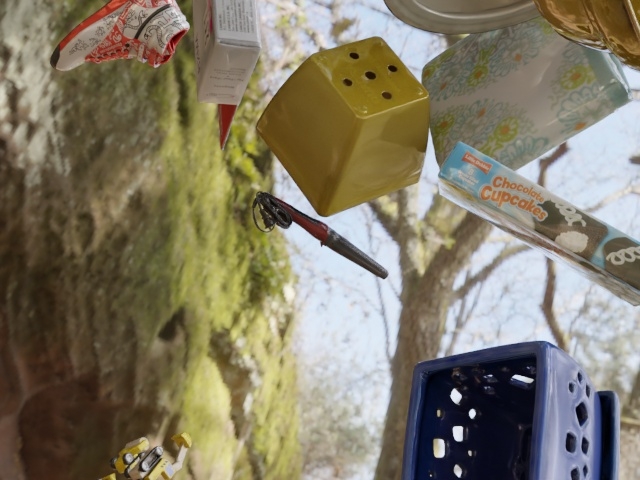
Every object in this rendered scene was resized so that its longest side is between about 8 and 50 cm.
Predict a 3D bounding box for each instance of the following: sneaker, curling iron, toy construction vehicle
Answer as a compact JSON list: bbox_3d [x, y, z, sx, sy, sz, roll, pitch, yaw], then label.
[{"bbox_3d":[-0.378,-0.372,1.925,0.145,0.270,0.090,52,8,-2],"label":"sneaker"},{"bbox_3d":[0.000,0.000,1.597,0.274,0.068,0.035,29,-38,-30],"label":"curling iron"},{"bbox_3d":[-0.169,0.212,0.910,0.086,0.098,0.035,-27,-80,28],"label":"toy construction vehicle"}]

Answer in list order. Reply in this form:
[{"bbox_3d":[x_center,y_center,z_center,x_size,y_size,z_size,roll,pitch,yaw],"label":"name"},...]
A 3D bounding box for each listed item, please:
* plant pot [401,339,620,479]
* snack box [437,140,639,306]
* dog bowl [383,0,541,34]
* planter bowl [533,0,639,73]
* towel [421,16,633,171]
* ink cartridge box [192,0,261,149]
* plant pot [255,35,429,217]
[{"bbox_3d":[0.262,0.284,1.327,0.212,0.236,0.236,26,-28,-34],"label":"plant pot"},{"bbox_3d":[0.310,-0.018,1.364,0.322,0.060,0.187,31,-1,10],"label":"snack box"},{"bbox_3d":[0.260,-0.473,1.429,0.408,0.150,0.408,-13,-22,-5],"label":"dog bowl"},{"bbox_3d":[0.206,-0.210,0.733,0.090,0.217,0.217,-8,-39,38],"label":"planter bowl"},{"bbox_3d":[0.324,-0.258,1.664,0.320,0.374,0.090,-34,-57,25],"label":"towel"},{"bbox_3d":[-0.135,-0.290,1.282,0.060,0.275,0.239,3,-26,-18],"label":"ink cartridge box"},{"bbox_3d":[0.054,-0.198,1.605,0.212,0.212,0.187,54,-34,23],"label":"plant pot"}]
